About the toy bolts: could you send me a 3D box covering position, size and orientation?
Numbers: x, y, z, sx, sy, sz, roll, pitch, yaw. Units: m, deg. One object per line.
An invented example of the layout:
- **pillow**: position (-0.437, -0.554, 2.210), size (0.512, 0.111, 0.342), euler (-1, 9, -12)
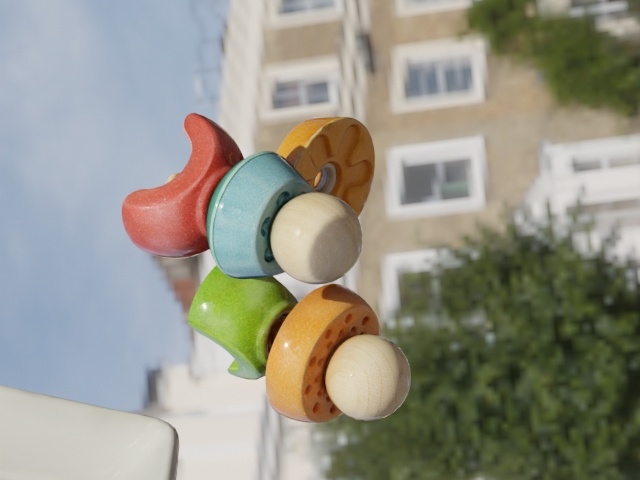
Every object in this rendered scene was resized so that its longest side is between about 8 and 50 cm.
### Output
- **toy bolts**: position (0.000, 0.000, 1.351), size (0.218, 0.158, 0.228), euler (-58, -36, -14)

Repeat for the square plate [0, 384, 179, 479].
- **square plate**: position (-0.227, 0.121, 0.687), size (0.347, 0.344, 0.049), euler (-95, 17, -70)
